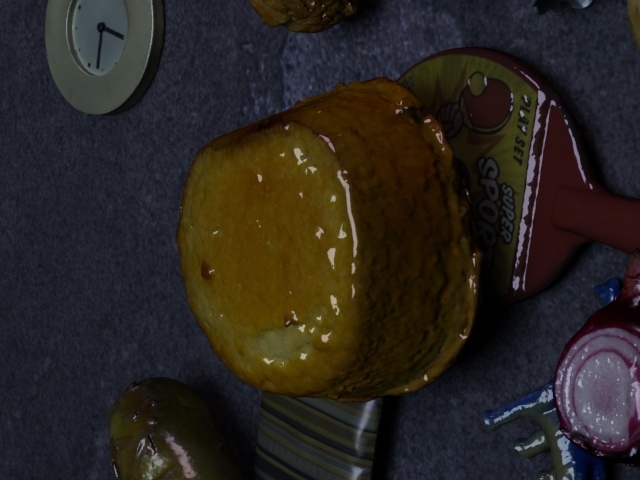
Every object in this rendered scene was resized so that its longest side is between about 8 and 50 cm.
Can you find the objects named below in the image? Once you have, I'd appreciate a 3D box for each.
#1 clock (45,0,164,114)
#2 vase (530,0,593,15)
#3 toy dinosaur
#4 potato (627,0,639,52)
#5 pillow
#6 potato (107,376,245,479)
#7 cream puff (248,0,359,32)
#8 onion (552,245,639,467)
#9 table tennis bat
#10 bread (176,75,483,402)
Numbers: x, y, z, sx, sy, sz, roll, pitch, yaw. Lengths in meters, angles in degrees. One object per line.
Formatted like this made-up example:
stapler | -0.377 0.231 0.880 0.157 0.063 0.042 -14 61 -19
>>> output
clock | -0.288 -0.284 2.021 0.235 0.029 0.235 3 95 44
vase | 0.222 -0.299 1.458 0.081 0.081 0.148 -29 68 43
toy dinosaur | 0.265 0.185 1.453 0.188 0.075 0.247 -39 59 29
potato | 0.361 -0.199 1.233 0.285 0.242 0.242 41 121 28
pillow | -0.005 0.227 1.738 0.208 0.052 0.212 21 106 47
potato | -0.166 0.299 1.835 0.176 0.141 0.298 81 163 -56
cream puff | -0.015 -0.309 1.647 0.165 0.150 0.115 56 163 7
onion | 0.306 0.107 1.366 0.173 0.135 0.198 3 81 44
table tennis bat | 0.192 -0.051 1.525 0.415 0.051 0.268 21 109 46
bread | -0.002 0.001 1.575 0.358 0.204 0.337 -19 75 52
